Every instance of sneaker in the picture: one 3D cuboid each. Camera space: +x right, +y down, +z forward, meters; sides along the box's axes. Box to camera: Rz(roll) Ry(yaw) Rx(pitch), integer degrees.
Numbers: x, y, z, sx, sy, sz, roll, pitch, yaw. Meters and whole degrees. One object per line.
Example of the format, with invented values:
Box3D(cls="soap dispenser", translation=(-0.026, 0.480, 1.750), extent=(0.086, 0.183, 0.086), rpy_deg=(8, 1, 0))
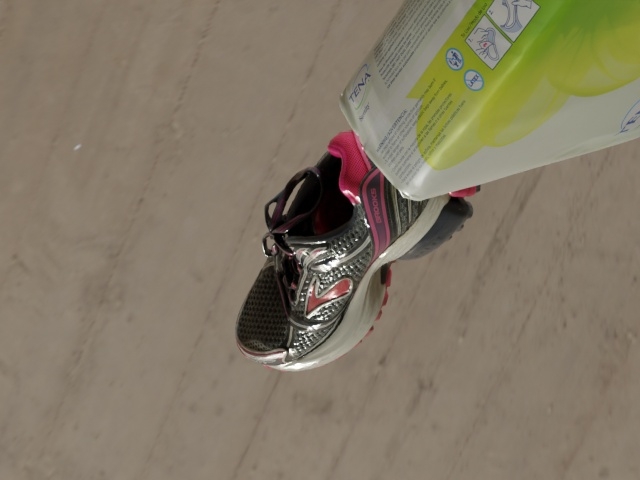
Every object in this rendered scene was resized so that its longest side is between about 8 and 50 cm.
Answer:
Box3D(cls="sneaker", translation=(0.000, 0.000, 1.274), extent=(0.299, 0.112, 0.121), rpy_deg=(-53, -131, 44))

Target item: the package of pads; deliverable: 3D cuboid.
Box3D(cls="package of pads", translation=(0.176, -0.145, 1.009), extent=(0.101, 0.296, 0.229), rpy_deg=(59, -39, 19))
